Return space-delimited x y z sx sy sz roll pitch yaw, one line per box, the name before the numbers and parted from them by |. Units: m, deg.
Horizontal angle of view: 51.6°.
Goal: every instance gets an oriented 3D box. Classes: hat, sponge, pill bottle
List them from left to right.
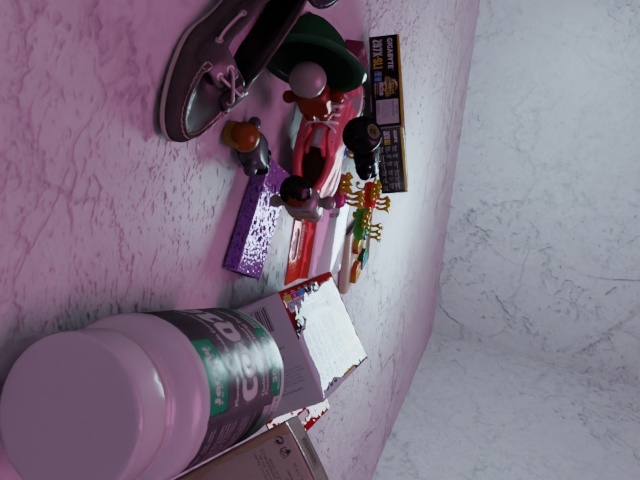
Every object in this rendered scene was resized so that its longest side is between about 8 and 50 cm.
pill bottle | -0.199 0.189 0.828 0.361 0.204 0.204 12 92 -72
sponge | -0.111 -0.037 1.198 0.117 0.031 0.209 40 65 -71
hat | 0.000 -0.363 1.098 0.173 0.209 0.183 35 67 -51

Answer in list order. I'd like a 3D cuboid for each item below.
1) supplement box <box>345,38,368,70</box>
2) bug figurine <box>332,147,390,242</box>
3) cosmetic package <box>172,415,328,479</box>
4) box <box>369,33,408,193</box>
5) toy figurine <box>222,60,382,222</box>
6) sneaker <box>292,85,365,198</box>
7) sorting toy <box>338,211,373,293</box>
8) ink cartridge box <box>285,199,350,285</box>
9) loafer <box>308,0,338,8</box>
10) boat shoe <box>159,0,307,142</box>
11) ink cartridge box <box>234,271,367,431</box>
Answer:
supplement box | 0.075 -0.396 1.471 0.083 0.043 0.054 67 40 -63
bug figurine | 0.080 -0.124 1.532 0.279 0.072 0.216 55 33 -44
cosmetic package | -0.151 0.368 0.923 0.113 0.310 0.160 63 -3 13
box | 0.169 -0.299 1.622 0.322 0.080 0.256 69 17 -65
toy figurine | -0.022 -0.151 1.056 0.210 0.213 0.148 -38 163 -3
sneaker | 0.014 -0.213 1.264 0.136 0.116 0.313 -54 155 -79
sorting toy | 0.108 0.028 1.888 0.208 0.038 0.192 -49 148 -54
ink cartridge box | 0.000 0.000 1.525 0.232 0.066 0.188 -33 133 -70
loafer | -0.002 -0.536 1.068 0.109 0.095 0.302 -22 136 -25
boat shoe | -0.113 -0.270 0.921 0.112 0.096 0.335 74 34 -57
ink cartridge box | -0.026 0.221 1.268 0.271 0.130 0.309 67 18 3
